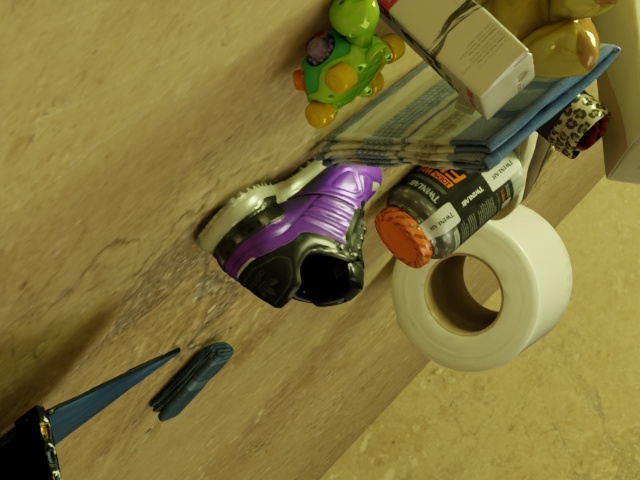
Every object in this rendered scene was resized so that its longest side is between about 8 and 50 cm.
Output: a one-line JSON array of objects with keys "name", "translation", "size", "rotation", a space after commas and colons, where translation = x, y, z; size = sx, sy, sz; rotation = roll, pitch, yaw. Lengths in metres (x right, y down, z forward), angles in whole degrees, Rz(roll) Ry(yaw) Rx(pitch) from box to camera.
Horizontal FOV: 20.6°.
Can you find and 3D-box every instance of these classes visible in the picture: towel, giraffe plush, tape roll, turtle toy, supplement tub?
[{"name": "towel", "translation": [0.144, -0.134, 1.781], "size": [0.209, 0.034, 0.285], "rotation": [-40, -156, -27]}, {"name": "giraffe plush", "translation": [0.202, -0.241, 1.708], "size": [0.210, 0.181, 0.170], "rotation": [-55, 180, 35]}, {"name": "tape roll", "translation": [0.252, 0.069, 2.740], "size": [0.246, 0.246, 0.169], "rotation": [-50, 168, 24]}, {"name": "turtle toy", "translation": [0.022, -0.164, 1.545], "size": [0.095, 0.066, 0.130], "rotation": [-35, 165, -40]}, {"name": "towel", "translation": [-0.161, 0.175, 2.211], "size": [0.119, 0.029, 0.067], "rotation": [-48, 168, 13]}, {"name": "supplement tub", "translation": [0.169, -0.055, 2.327], "size": [0.190, 0.117, 0.117], "rotation": [-41, 168, -22]}]

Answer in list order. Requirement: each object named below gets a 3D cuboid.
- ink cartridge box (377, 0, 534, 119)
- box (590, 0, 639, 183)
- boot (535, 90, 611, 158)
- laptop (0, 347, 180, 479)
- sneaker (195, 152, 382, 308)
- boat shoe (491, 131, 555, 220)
[{"name": "ink cartridge box", "translation": [0.117, -0.187, 1.580], "size": [0.063, 0.150, 0.109], "rotation": [-45, 169, 1]}, {"name": "box", "translation": [0.404, -0.224, 2.045], "size": [0.121, 0.148, 0.311], "rotation": [118, -23, -59]}, {"name": "boot", "translation": [0.242, -0.157, 2.055], "size": [0.085, 0.178, 0.236], "rotation": [-42, 168, -13]}, {"name": "laptop", "translation": [-0.296, 0.325, 1.622], "size": [0.382, 0.408, 0.236], "rotation": [-38, 139, 23]}, {"name": "sneaker", "translation": [-0.001, 0.001, 1.851], "size": [0.293, 0.146, 0.102], "rotation": [-28, 161, -53]}, {"name": "boat shoe", "translation": [0.267, -0.135, 2.406], "size": [0.096, 0.116, 0.324], "rotation": [-37, 161, -21]}]
